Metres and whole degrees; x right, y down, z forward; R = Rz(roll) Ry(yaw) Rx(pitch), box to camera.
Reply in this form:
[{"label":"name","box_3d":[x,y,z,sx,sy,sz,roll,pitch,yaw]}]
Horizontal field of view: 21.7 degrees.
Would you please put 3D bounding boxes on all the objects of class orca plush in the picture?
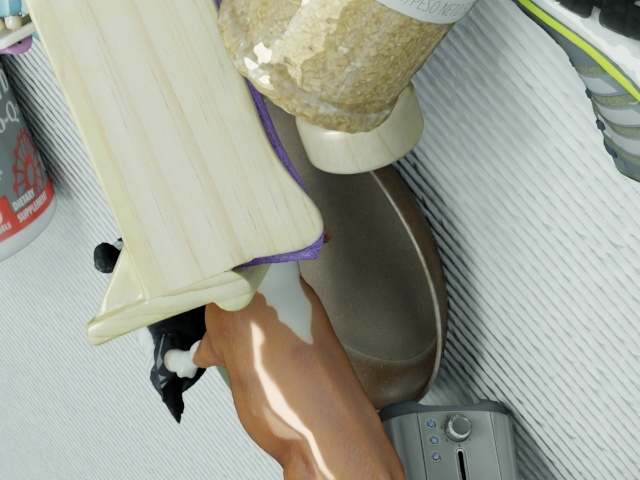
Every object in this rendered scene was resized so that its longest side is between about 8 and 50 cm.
[{"label":"orca plush","box_3d":[-0.130,0.049,1.536,0.151,0.102,0.287,56,-178,-13]}]

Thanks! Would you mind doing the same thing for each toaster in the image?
[{"label":"toaster","box_3d":[0.085,0.236,1.368,0.227,0.129,0.146,119,148,-54]}]

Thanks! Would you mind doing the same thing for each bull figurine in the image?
[{"label":"bull figurine","box_3d":[-0.033,0.104,1.312,0.310,0.101,0.188,67,148,22]}]

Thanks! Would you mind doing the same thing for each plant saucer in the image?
[{"label":"plant saucer","box_3d":[0.000,0.000,1.388,0.311,0.050,0.310,34,144,30]}]

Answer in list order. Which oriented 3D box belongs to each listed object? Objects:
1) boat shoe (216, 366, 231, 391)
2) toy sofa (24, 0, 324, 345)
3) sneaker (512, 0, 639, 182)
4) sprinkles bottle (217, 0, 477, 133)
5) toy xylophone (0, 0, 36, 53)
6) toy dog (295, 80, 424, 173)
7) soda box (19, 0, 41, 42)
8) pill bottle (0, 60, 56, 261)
[{"label":"boat shoe","box_3d":[-0.008,0.174,1.542,0.227,0.069,0.081,53,161,5]},{"label":"toy sofa","box_3d":[-0.129,-0.126,1.142,0.150,0.177,0.362,-72,-40,-81]},{"label":"sneaker","box_3d":[0.184,-0.102,0.983,0.300,0.111,0.121,47,152,18]},{"label":"sprinkles bottle","box_3d":[0.081,-0.216,0.876,0.121,0.121,0.355,48,125,13]},{"label":"toy xylophone","box_3d":[-0.260,-0.313,1.343,0.236,0.081,0.322,173,82,-71]},{"label":"toy dog","box_3d":[-0.004,-0.187,1.163,0.333,0.161,0.220,52,156,36]},{"label":"soda box","box_3d":[-0.272,-0.242,1.530,0.183,0.058,0.063,37,145,30]},{"label":"pill bottle","box_3d":[-0.423,-0.151,1.677,0.210,0.210,0.362,12,128,50]}]
